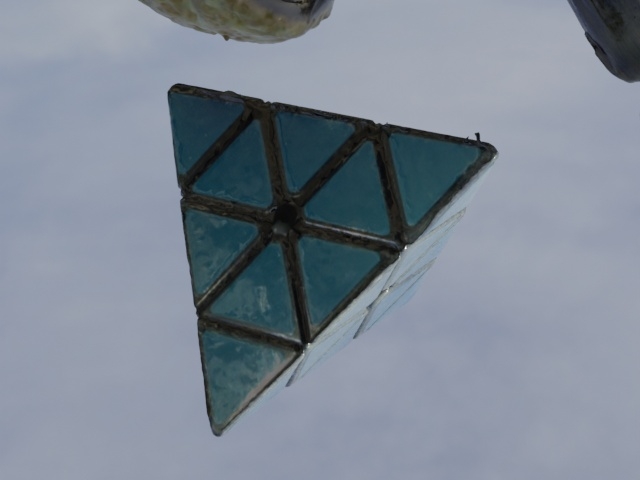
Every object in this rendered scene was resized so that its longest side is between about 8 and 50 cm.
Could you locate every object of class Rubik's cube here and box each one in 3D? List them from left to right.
[{"bbox_3d":[0.001,-0.002,1.148,0.228,0.233,0.229,-5,-157,-11],"label":"Rubik's cube"}]

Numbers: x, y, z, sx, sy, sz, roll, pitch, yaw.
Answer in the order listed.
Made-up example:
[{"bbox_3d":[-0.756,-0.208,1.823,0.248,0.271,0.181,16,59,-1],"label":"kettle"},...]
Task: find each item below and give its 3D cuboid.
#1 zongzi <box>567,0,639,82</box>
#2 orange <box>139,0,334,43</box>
[{"bbox_3d":[0.240,-0.288,1.239,0.138,0.286,0.300,-17,175,30],"label":"zongzi"},{"bbox_3d":[-0.136,-0.363,1.477,0.210,0.368,0.271,-26,-152,51],"label":"orange"}]
